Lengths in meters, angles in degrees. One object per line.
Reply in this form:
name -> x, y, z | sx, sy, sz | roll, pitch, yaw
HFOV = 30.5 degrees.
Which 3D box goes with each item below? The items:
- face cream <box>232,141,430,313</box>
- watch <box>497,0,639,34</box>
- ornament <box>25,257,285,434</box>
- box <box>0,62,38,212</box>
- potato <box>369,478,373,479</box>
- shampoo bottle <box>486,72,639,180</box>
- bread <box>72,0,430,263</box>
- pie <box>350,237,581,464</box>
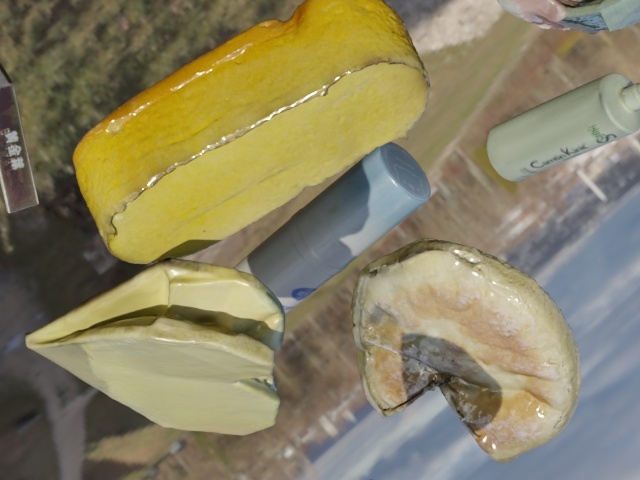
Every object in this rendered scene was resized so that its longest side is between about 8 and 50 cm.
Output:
face cream -> 0.000, 0.000, 1.214 | 0.250, 0.077, 0.077 | -40, 173, 29
watch -> 0.274, -0.327, 1.131 | 0.241, 0.253, 0.161 | -36, 160, 35
ornament -> -0.115, 0.080, 0.813 | 0.201, 0.180, 0.059 | 97, -1, -62
box -> -0.441, -0.195, 1.494 | 0.047, 0.325, 0.180 | -20, 133, -20
potato -> 0.092, 0.314, 1.092 | 0.117, 0.182, 0.202 | -7, 164, 24
shampoo bottle -> 0.336, -0.155, 1.539 | 0.085, 0.085, 0.262 | -34, -173, -39
bread -> -0.050, -0.078, 0.777 | 0.245, 0.094, 0.102 | -29, 151, 9
pie -> 0.185, 0.139, 1.528 | 0.337, 0.337, 0.075 | -47, 180, 36
